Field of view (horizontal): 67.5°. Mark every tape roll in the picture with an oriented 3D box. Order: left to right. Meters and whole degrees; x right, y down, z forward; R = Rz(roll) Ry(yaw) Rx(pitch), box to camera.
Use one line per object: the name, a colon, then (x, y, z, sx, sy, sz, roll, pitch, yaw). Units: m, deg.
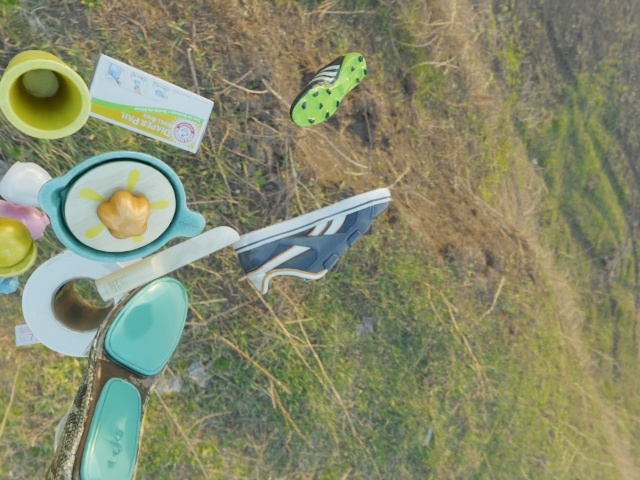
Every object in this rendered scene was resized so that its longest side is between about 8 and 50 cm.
tape roll: (-0.534, 0.126, 1.122, 0.246, 0.169, 0.246, -2, 100, -12)

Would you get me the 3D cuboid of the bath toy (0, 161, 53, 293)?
bath toy: (-0.696, -0.024, 1.098, 0.129, 0.151, 0.348, 30, 114, -24)

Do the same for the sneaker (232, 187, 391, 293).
sneaker: (0.000, 0.000, 0.927, 0.321, 0.126, 0.128, -21, 92, -8)

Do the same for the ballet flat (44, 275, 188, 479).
ballet flat: (-0.390, 0.266, 0.889, 0.182, 0.483, 0.164, -28, 125, 23)

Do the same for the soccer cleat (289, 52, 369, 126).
soccer cleat: (0.005, -0.244, 0.777, 0.179, 0.072, 0.060, -47, 131, -23)

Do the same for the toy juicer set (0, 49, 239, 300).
toy juicer set: (-0.240, -0.012, 0.508, 0.209, 0.089, 0.329, -40, 138, -2)

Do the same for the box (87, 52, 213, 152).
box: (-0.318, -0.252, 0.887, 0.203, 0.114, 0.103, 17, 102, -32)

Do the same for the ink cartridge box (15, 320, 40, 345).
ink cartridge box: (-0.765, 0.248, 1.411, 0.185, 0.311, 0.065, -4, 87, -23)
